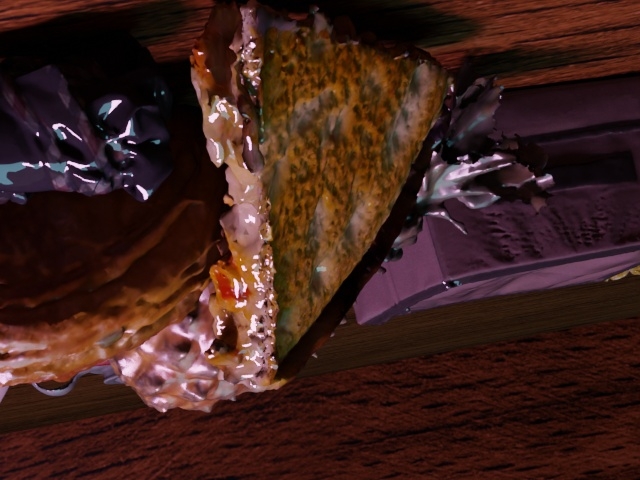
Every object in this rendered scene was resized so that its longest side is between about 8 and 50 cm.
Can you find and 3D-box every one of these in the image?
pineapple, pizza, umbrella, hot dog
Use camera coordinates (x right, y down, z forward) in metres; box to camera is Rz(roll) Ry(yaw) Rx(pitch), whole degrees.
[{"bbox_3d":[0.000,0.000,1.483,0.361,0.175,0.175,-25,169,9],"label":"pineapple"},{"bbox_3d":[-0.025,-0.027,1.238,0.074,0.251,0.287,19,-178,30],"label":"pizza"},{"bbox_3d":[-0.221,-0.054,1.134,0.272,0.110,0.122,-10,162,-21],"label":"umbrella"},{"bbox_3d":[-0.243,0.011,1.296,0.387,0.174,0.267,-9,-178,-20],"label":"hot dog"}]

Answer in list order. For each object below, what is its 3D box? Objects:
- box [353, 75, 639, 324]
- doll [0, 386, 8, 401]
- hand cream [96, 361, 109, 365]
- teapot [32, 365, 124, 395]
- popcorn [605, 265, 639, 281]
[{"bbox_3d":[0.155,-0.033,1.641,0.252,0.153,0.188,-9,172,-23],"label":"box"},{"bbox_3d":[-0.339,0.059,1.550,0.221,0.221,0.251,-12,-161,1],"label":"doll"},{"bbox_3d":[-0.162,0.036,1.737,0.193,0.125,0.193,-13,172,-2],"label":"hand cream"},{"bbox_3d":[-0.187,0.093,1.985,0.239,0.149,0.162,-10,172,-18],"label":"teapot"},{"bbox_3d":[0.349,-0.001,2.283,0.089,0.109,0.097,-35,140,-15],"label":"popcorn"}]
